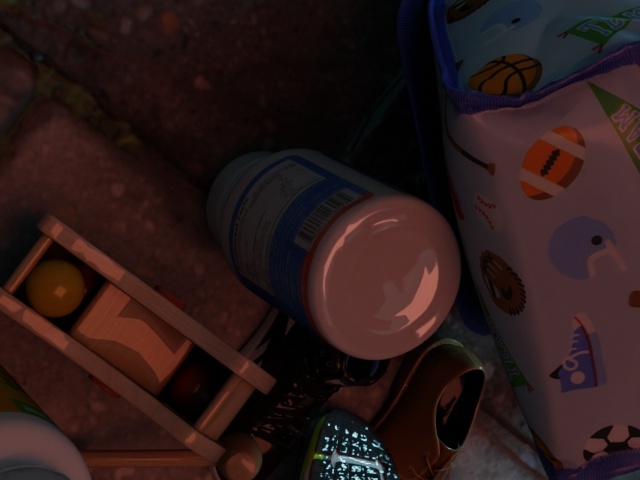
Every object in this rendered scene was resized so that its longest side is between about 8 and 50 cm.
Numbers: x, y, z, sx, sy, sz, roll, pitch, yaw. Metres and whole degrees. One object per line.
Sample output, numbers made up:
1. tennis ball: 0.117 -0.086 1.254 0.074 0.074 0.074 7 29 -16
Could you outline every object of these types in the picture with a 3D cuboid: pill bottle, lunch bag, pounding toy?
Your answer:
1. pill bottle: 0.000 0.000 1.340 0.124 0.221 0.124 -8 109 -25
2. lunch bag: 0.198 -0.054 1.355 0.239 0.385 0.328 -13 115 5
3. pill bottle: -0.240 0.170 1.250 0.136 0.245 0.136 -9 110 -26
4. pounding toy: -0.141 0.113 1.319 0.269 0.154 0.155 38 86 -18

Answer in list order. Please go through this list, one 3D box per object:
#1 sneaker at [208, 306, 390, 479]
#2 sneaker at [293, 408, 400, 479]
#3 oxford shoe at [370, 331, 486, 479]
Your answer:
1. sneaker: -0.015 0.117 1.427 0.079 0.121 0.217 24 93 -31
2. sneaker: -0.014 0.288 1.491 0.111 0.121 0.300 16 79 -38
3. oxford shoe: 0.080 0.187 1.529 0.076 0.076 0.212 17 99 -33
